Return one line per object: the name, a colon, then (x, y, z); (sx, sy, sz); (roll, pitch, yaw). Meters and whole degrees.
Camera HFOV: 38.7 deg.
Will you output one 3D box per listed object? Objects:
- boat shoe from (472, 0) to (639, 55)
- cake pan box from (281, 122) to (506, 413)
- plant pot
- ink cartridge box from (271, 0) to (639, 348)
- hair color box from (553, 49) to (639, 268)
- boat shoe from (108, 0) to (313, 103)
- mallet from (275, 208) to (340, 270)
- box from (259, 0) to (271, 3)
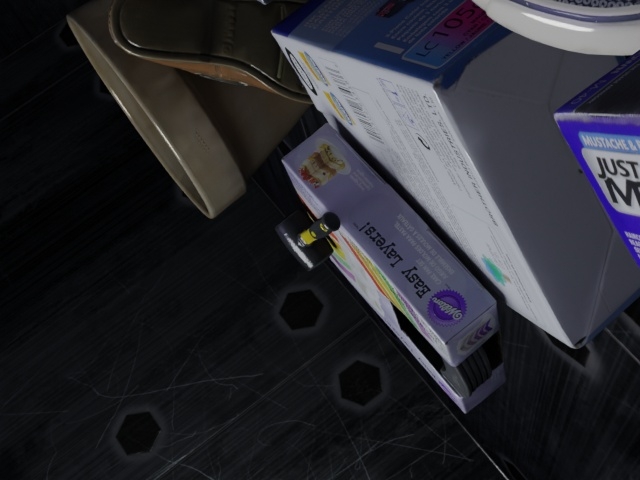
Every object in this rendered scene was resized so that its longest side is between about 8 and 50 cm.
boat shoe: (0.087, -0.245, 0.517); (0.340, 0.127, 0.158); (48, 178, 36)
cake pan box: (0.085, 0.039, 0.932); (0.267, 0.070, 0.246); (49, 175, 26)
plant pot: (-0.128, -0.237, 1.212); (0.323, 0.280, 0.323); (52, 172, 10)
ink cartridge box: (0.116, -0.111, 0.834); (0.270, 0.151, 0.395); (56, 170, -28)
hair color box: (0.277, 0.030, 0.418); (0.339, 0.185, 0.110); (56, 172, -17)
boat shoe: (-0.080, -0.226, 1.018); (0.307, 0.111, 0.104); (14, -173, -15)
mallet: (0.000, 0.000, 0.882); (0.062, 0.039, 0.189); (53, 170, -9)
box: (-0.089, -0.382, 0.885); (0.163, 0.142, 0.247); (42, 165, 52)
